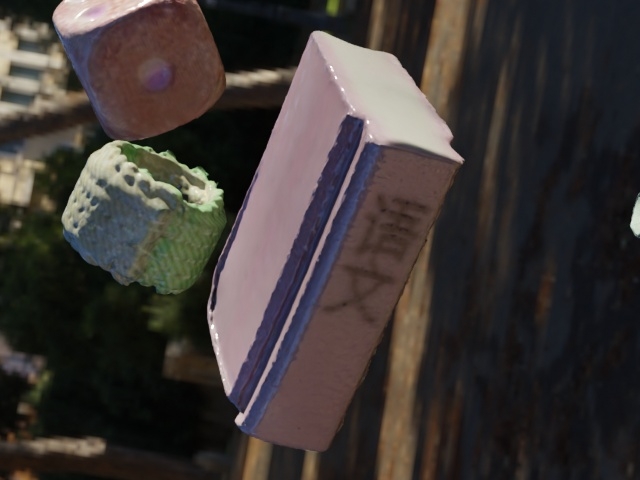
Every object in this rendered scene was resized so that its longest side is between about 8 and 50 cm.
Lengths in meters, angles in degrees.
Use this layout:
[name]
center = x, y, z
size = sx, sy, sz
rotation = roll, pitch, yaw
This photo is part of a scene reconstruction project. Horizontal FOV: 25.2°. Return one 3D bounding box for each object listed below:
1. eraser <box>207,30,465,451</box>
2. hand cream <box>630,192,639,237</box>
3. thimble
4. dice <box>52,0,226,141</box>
[eraser]
center = 0.000, 0.000, 1.501
size = 0.359, 0.122, 0.272
rotation = -66, 26, 25
[hand cream]
center = 0.406, -0.013, 1.393
size = 0.050, 0.204, 0.078
rotation = -94, 17, -46
[thimble]
center = -0.236, -0.033, 1.945
size = 0.150, 0.219, 0.219
rotation = -62, 7, 15
[dice]
center = -0.122, -0.128, 0.970
size = 0.091, 0.093, 0.094
rotation = -125, 13, -57
